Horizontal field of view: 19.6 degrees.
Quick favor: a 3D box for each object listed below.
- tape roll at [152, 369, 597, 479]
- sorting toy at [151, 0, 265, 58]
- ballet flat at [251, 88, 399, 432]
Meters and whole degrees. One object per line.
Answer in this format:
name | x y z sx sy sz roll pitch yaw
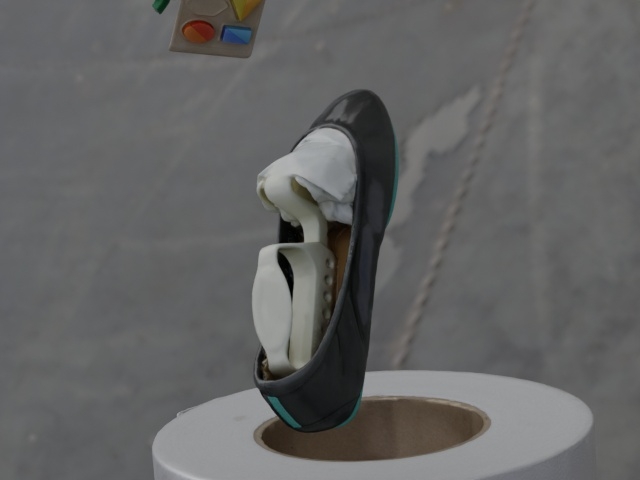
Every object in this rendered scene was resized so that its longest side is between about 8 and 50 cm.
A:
tape roll | 0.045 0.193 1.611 0.392 0.392 0.072 12 109 59
sorting toy | -0.078 -0.145 1.200 0.012 0.083 0.062 -114 34 -47
ballet flat | 0.000 0.000 1.358 0.095 0.096 0.280 -14 60 36
